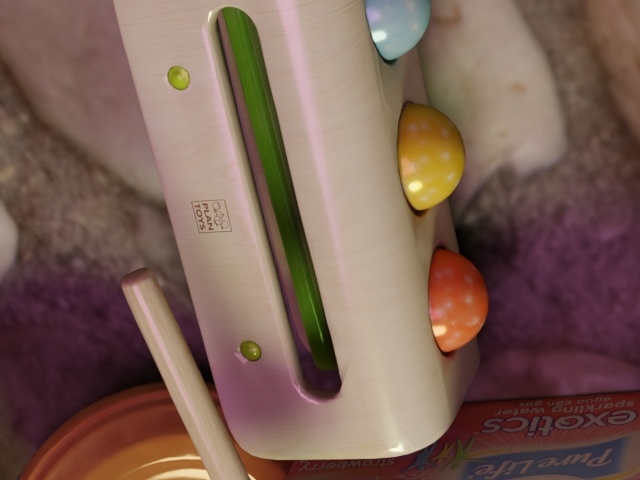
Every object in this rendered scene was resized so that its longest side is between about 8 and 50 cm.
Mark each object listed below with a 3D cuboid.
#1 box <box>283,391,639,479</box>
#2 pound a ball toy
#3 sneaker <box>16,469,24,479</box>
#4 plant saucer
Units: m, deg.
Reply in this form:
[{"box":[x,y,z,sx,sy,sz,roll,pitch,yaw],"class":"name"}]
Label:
[{"box":[0.133,0.178,0.885,0.300,0.142,0.154,-5,112,21],"class":"box"},{"box":[0.000,0.000,0.809,0.136,0.208,0.319,-5,112,21],"class":"pound a ball toy"},{"box":[-0.112,0.210,1.034,0.081,0.080,0.211,-11,115,50],"class":"sneaker"},{"box":[-0.084,0.181,0.962,0.200,0.037,0.200,-3,102,-14],"class":"plant saucer"}]
